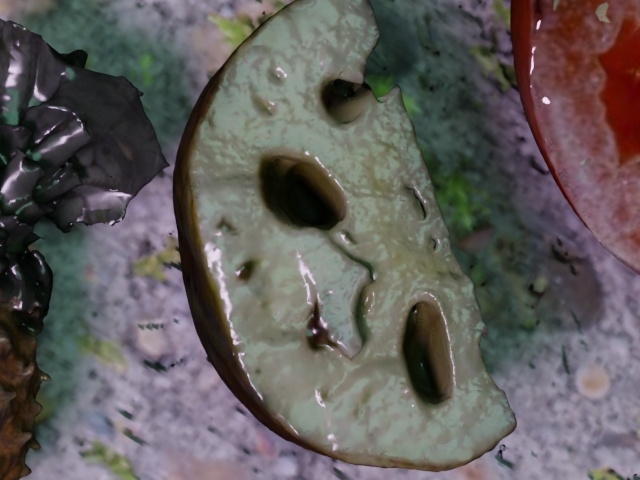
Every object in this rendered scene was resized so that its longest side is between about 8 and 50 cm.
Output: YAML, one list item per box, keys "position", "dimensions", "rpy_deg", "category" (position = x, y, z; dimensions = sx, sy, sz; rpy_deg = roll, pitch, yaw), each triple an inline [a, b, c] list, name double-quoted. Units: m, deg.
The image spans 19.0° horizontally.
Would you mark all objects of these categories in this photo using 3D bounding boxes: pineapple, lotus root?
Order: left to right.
- position: [-0.157, 0.011, 0.883]
  dimensions: [0.111, 0.119, 0.237]
  rpy_deg: [8, 71, 32]
  category: "pineapple"
- position: [0.000, 0.000, 0.912]
  dimensions: [0.138, 0.119, 0.235]
  rpy_deg: [-13, 88, -16]
  category: "lotus root"

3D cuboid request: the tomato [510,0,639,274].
- position: [0.238, -0.123, 0.968]
  dimensions: [0.338, 0.144, 0.338]
  rpy_deg: [-2, 102, -10]
  category: "tomato"
